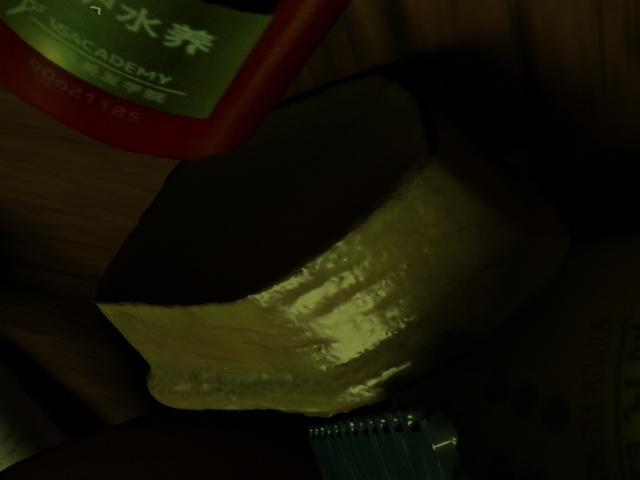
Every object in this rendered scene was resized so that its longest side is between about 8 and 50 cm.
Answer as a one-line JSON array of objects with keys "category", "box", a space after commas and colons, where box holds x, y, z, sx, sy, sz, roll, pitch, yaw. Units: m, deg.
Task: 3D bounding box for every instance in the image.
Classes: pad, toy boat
[{"category": "pad", "box": [0.062, 0.181, 0.426, 0.269, 0.012, 0.270, 121, 126, -77]}, {"category": "toy boat", "box": [0.000, 0.000, 0.454, 0.188, 0.116, 0.061, -10, 130, 49]}]

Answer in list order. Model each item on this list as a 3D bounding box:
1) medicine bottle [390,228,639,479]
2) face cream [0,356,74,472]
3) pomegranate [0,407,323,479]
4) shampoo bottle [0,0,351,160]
[{"category": "medicine bottle", "box": [0.157, 0.058, 0.404, 0.258, 0.143, 0.143, -11, 136, 46]}, {"category": "face cream", "box": [-0.189, 0.203, 0.931, 0.092, 0.092, 0.311, 2, 137, 35]}, {"category": "pomegranate", "box": [-0.050, 0.274, 0.683, 0.411, 0.411, 0.411, 18, 151, 11]}, {"category": "shampoo bottle", "box": [-0.018, -0.120, 0.301, 0.118, 0.076, 0.314, 32, 151, -8]}]
